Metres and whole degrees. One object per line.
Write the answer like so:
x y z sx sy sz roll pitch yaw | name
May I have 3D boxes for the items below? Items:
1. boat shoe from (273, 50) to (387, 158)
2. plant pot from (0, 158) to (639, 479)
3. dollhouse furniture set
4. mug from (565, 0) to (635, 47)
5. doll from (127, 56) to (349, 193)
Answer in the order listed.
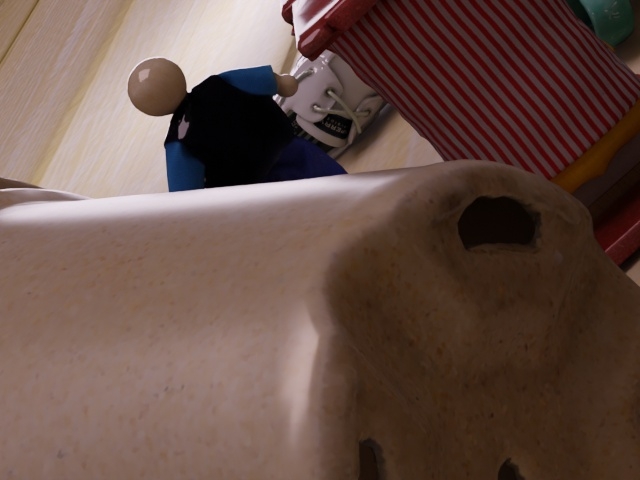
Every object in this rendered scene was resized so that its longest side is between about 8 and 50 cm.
0.012 -0.099 1.320 0.226 0.083 0.075 -47 27 42 | boat shoe
-0.033 0.107 0.697 0.305 0.334 0.334 -14 38 41 | plant pot
0.000 0.000 0.937 0.374 0.201 0.152 -44 19 10 | dollhouse furniture set
0.129 -0.168 1.110 0.129 0.097 0.157 -4 55 16 | mug
-0.046 -0.047 1.148 0.129 0.189 0.046 -54 19 -17 | doll
